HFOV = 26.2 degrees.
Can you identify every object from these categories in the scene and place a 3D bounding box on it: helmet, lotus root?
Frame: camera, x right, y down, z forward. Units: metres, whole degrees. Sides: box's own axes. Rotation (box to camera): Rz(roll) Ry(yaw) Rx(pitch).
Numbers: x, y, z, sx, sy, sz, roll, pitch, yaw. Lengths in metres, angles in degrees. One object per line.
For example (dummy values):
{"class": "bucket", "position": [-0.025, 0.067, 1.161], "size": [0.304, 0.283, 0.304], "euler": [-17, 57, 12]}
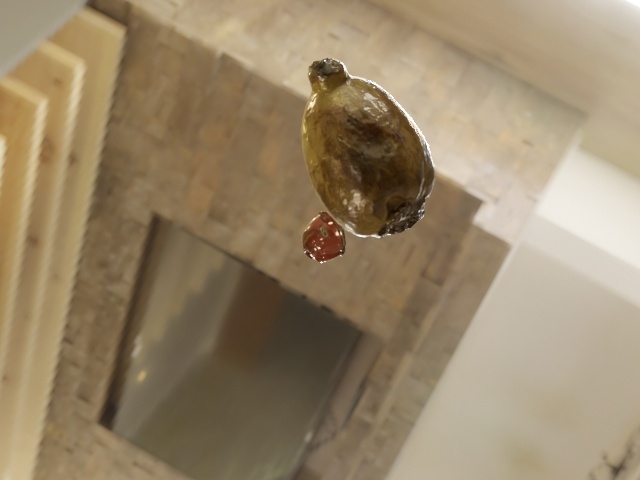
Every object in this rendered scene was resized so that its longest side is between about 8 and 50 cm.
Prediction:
{"class": "helmet", "position": [-0.001, 0.000, 1.877], "size": [0.049, 0.065, 0.084], "euler": [-33, -19, -17]}
{"class": "lotus root", "position": [0.046, -0.104, 1.523], "size": [0.138, 0.214, 0.138], "euler": [-22, 4, 2]}
